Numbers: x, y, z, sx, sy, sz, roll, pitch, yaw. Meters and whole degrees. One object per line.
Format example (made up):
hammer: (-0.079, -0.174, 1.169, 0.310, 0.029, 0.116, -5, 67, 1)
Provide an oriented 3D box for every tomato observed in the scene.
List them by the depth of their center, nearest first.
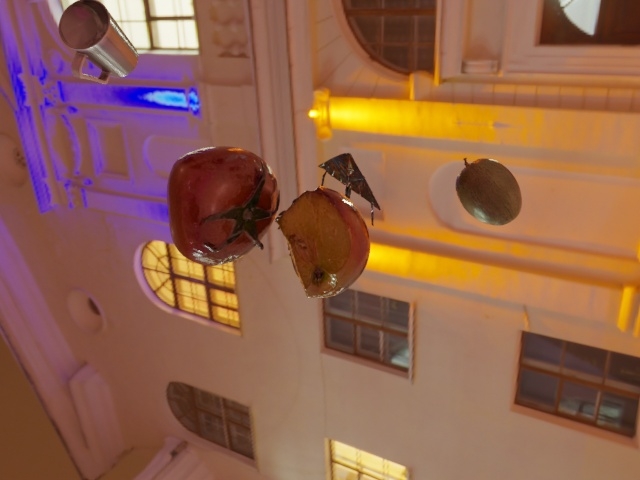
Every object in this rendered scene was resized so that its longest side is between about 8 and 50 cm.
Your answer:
tomato: (-0.137, -0.054, 0.793, 0.167, 0.167, 0.167, -29, -56, -55)

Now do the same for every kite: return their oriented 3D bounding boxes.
kite: (0.059, -0.122, 1.204, 0.010, 0.183, 0.160, -36, -31, -27)

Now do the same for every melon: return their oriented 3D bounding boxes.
melon: (0.406, -0.123, 1.428, 0.192, 0.139, 0.139, 52, -139, -2)

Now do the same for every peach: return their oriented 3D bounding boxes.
peach: (0.006, 0.004, 0.751, 0.118, 0.151, 0.151, -5, -76, -48)

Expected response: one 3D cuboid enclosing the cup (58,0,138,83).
cup: (-0.322, -0.275, 0.850, 0.116, 0.074, 0.104, 57, -132, -78)
